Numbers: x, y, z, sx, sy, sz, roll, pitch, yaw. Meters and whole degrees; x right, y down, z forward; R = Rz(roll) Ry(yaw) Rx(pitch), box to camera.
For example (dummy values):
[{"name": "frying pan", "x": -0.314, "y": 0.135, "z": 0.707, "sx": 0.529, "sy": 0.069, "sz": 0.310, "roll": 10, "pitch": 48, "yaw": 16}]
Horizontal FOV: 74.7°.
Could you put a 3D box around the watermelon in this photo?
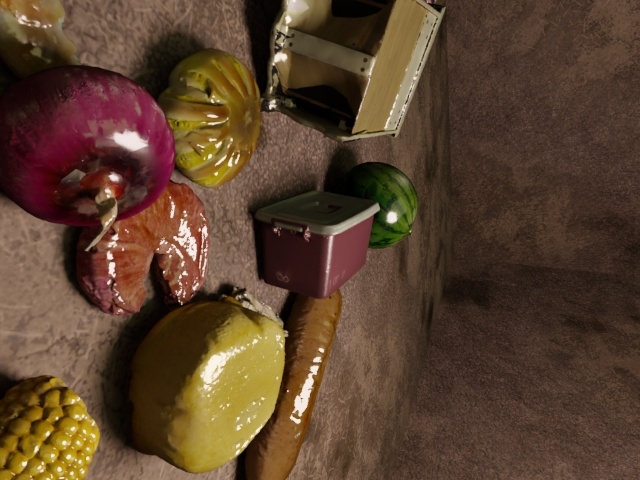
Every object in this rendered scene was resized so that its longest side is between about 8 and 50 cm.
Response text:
[{"name": "watermelon", "x": 0.150, "y": -0.097, "z": 1.154, "sx": 0.242, "sy": 0.243, "sz": 0.241, "roll": -22, "pitch": 115, "yaw": -61}]

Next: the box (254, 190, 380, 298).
[{"name": "box", "x": 0.000, "y": 0.000, "z": 0.933, "sx": 0.294, "sy": 0.194, "sz": 0.167, "roll": -30, "pitch": 127, "yaw": -59}]

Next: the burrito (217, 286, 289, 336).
[{"name": "burrito", "x": -0.132, "y": 0.145, "z": 0.841, "sx": 0.229, "sy": 0.058, "sz": 0.063, "roll": 47, "pitch": 58, "yaw": -54}]

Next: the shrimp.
[{"name": "shrimp", "x": -0.272, "y": -0.241, "z": 0.462, "sx": 0.185, "sy": 0.069, "sz": 0.286, "roll": -47, "pitch": 137, "yaw": -49}]

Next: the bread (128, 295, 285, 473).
[{"name": "bread", "x": -0.173, "y": 0.222, "z": 0.665, "sx": 0.270, "sy": 0.148, "sz": 0.269, "roll": -31, "pitch": 128, "yaw": -50}]

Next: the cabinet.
[{"name": "cabinet", "x": 0.052, "y": -0.366, "z": 0.834, "sx": 0.318, "sy": 0.228, "sz": 0.289, "roll": -30, "pitch": 144, "yaw": -57}]

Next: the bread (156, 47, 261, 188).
[{"name": "bread", "x": -0.157, "y": -0.185, "z": 0.653, "sx": 0.213, "sy": 0.105, "sz": 0.213, "roll": 6, "pitch": 90, "yaw": -75}]

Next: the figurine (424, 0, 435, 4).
[{"name": "figurine", "x": 0.135, "y": -0.677, "z": 0.938, "sx": 0.362, "sy": 0.253, "sz": 0.210, "roll": 28, "pitch": 103, "yaw": -23}]

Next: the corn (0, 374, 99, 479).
[{"name": "corn", "x": -0.341, "y": 0.309, "z": 0.353, "sx": 0.387, "sy": 0.144, "sz": 0.143, "roll": -60, "pitch": 145, "yaw": -38}]

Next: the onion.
[{"name": "onion", "x": -0.241, "y": -0.093, "z": 0.439, "sx": 0.177, "sy": 0.154, "sz": 0.177, "roll": -29, "pitch": 132, "yaw": -38}]

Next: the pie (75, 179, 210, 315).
[{"name": "pie", "x": -0.237, "y": 0.010, "z": 0.597, "sx": 0.219, "sy": 0.054, "sz": 0.204, "roll": -23, "pitch": 116, "yaw": -61}]

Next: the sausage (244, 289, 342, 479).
[{"name": "sausage", "x": -0.058, "y": 0.310, "z": 0.952, "sx": 0.136, "sy": 0.124, "sz": 0.499, "roll": 109, "pitch": -1, "yaw": -67}]
